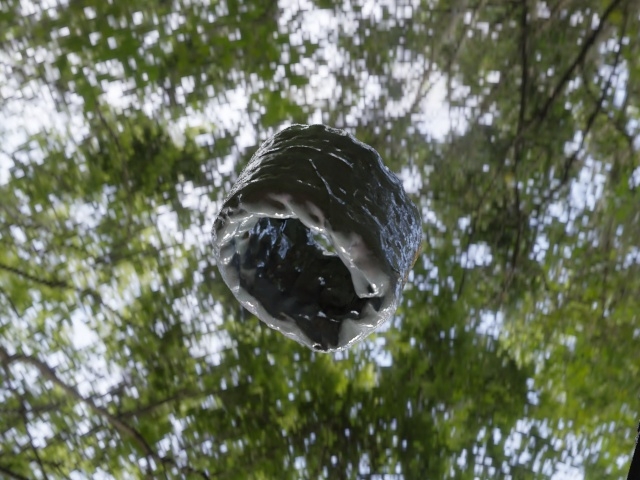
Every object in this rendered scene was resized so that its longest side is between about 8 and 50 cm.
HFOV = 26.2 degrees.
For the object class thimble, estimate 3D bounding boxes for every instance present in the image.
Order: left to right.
[{"bbox_3d":[-0.003,-0.001,1.028,0.151,0.127,0.118,43,-143,-10],"label":"thimble"}]

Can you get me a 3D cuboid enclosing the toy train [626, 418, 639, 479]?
[{"bbox_3d":[0.234,0.186,0.959,0.051,0.052,0.233,14,-95,22],"label":"toy train"}]
